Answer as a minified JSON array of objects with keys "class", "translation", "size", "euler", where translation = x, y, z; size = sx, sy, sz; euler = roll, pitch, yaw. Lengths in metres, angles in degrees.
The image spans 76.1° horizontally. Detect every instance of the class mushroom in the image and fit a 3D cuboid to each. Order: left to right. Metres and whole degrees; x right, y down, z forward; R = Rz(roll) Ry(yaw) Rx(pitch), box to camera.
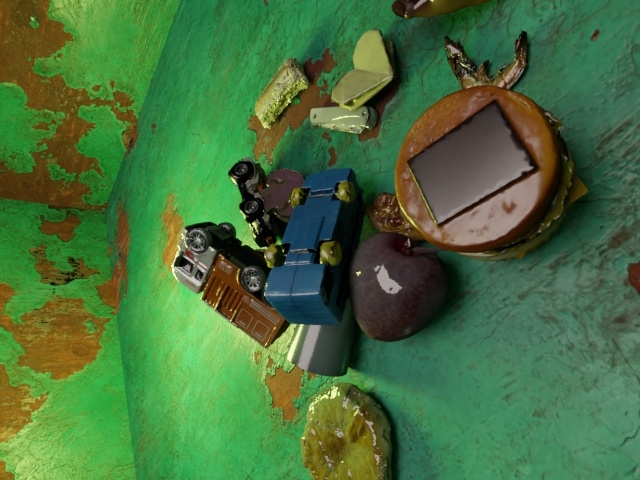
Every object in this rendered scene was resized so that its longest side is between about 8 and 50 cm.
[{"class":"mushroom","translation":[-0.090,-0.120,1.215],"size":[0.141,0.117,0.188],"euler":[-30,49,13]}]

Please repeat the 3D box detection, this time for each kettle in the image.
[{"class":"kettle","translation":[0.015,0.194,1.056],"size":[0.210,0.159,0.243],"euler":[-170,95,-78]}]

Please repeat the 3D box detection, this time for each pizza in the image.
[{"class":"pizza","translation":[0.188,-0.057,0.931],"size":[0.246,0.058,0.127],"euler":[28,105,45]}]

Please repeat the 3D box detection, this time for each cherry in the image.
[{"class":"cherry","translation":[0.157,0.088,0.848],"size":[0.213,0.183,0.266],"euler":[45,112,45]}]

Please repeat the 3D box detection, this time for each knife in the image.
[{"class":"knife","translation":[0.054,-0.340,1.142],"size":[0.265,0.040,0.073],"euler":[24,104,49]}]

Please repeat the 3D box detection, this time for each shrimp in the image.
[{"class":"shrimp","translation":[0.333,-0.375,0.821],"size":[0.148,0.035,0.195],"euler":[-40,63,42]}]

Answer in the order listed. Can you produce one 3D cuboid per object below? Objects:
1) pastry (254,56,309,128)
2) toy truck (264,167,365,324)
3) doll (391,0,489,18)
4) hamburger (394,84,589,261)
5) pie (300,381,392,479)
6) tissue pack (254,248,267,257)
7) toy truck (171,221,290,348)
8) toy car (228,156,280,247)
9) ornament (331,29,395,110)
[{"class":"pastry","translation":[-0.139,-0.486,1.360],"size":[0.258,0.089,0.122],"euler":[-34,47,38]},{"class":"toy truck","translation":[0.000,0.000,0.943],"size":[0.161,0.162,0.385],"euler":[-5,47,24]},{"class":"doll","translation":[0.270,-0.630,0.802],"size":[0.317,0.209,0.340],"euler":[2,84,46]},{"class":"hamburger","translation":[0.281,-0.103,0.695],"size":[0.290,0.225,0.291],"euler":[-11,73,41]},{"class":"pie","translation":[0.062,0.497,0.989],"size":[0.306,0.071,0.307],"euler":[-5,84,47]},{"class":"tissue pack","translation":[-0.170,0.115,1.280],"size":[0.090,0.103,0.170],"euler":[11,91,14]},{"class":"toy truck","translation":[-0.231,0.117,1.156],"size":[0.387,0.173,0.207],"euler":[34,107,10]},{"class":"toy car","translation":[-0.204,-0.115,1.332],"size":[0.193,0.117,0.301],"euler":[83,166,-61]},{"class":"ornament","translation":[0.124,-0.420,1.029],"size":[0.180,0.059,0.201],"euler":[38,102,46]}]
